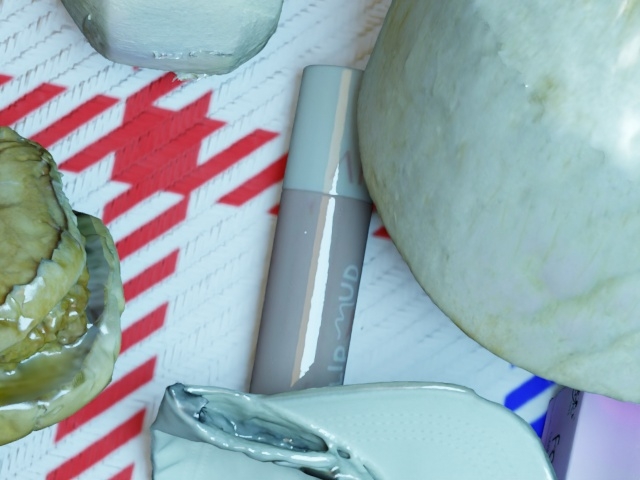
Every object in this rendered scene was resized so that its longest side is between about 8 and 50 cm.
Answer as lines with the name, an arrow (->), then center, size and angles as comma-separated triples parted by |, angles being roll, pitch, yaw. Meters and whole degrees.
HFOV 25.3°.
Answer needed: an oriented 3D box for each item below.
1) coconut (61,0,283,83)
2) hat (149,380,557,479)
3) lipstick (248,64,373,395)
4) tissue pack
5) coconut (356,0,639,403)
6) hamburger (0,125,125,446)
coconut -> -0.115, -0.200, 1.024 | 0.182, 0.171, 0.171 | 3, 87, -8
hat -> 0.023, 0.214, 1.000 | 0.301, 0.168, 0.258 | -13, 77, 5
lipstick -> 0.000, 0.000, 1.068 | 0.070, 0.070, 0.255 | 9, 87, -4
tissue pack -> 0.282, 0.202, 1.052 | 0.246, 0.092, 0.149 | 19, 63, -4
coconut -> 0.212, -0.093, 0.959 | 0.344, 0.415, 0.415 | -16, 89, -22
hamburger -> -0.264, 0.030, 0.949 | 0.259, 0.283, 0.145 | -9, 128, -7
